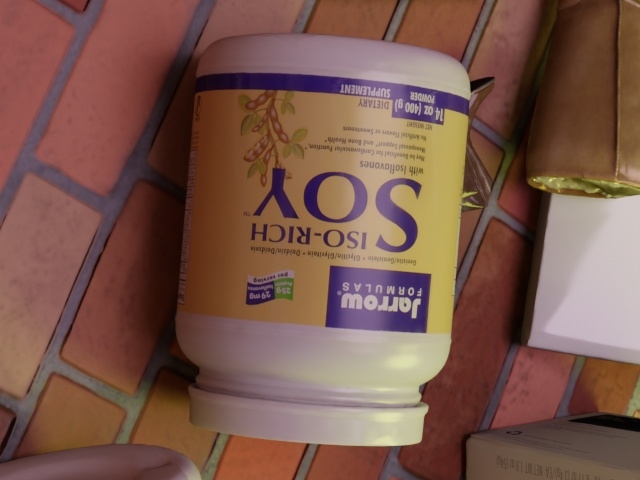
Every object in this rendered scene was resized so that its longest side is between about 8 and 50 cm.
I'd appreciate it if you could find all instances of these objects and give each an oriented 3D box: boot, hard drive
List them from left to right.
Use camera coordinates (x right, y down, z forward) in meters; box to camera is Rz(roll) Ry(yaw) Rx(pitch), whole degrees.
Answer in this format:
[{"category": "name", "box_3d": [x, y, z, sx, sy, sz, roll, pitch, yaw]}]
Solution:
[{"category": "boot", "box_3d": [0.155, -0.094, 1.721, 0.106, 0.037, 0.114, -36, 110, -17]}, {"category": "boot", "box_3d": [0.339, -0.173, 1.756, 0.089, 0.236, 0.269, 69, 26, -71]}, {"category": "hard drive", "box_3d": [0.400, 0.025, 1.809, 0.353, 0.047, 0.233, 10, 85, -9]}]

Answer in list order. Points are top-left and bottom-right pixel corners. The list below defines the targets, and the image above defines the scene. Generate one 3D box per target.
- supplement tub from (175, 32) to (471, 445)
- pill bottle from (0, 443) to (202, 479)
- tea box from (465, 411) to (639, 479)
[{"category": "supplement tub", "box_3d": [0.000, 0.000, 1.475, 0.241, 0.241, 0.331, 5, 89, -38]}, {"category": "pill bottle", "box_3d": [-0.179, 0.379, 1.365, 0.224, 0.224, 0.392, -13, 101, -37]}, {"category": "tea box", "box_3d": [0.332, 0.357, 1.698, 0.220, 0.329, 0.323, -5, 95, -38]}]
